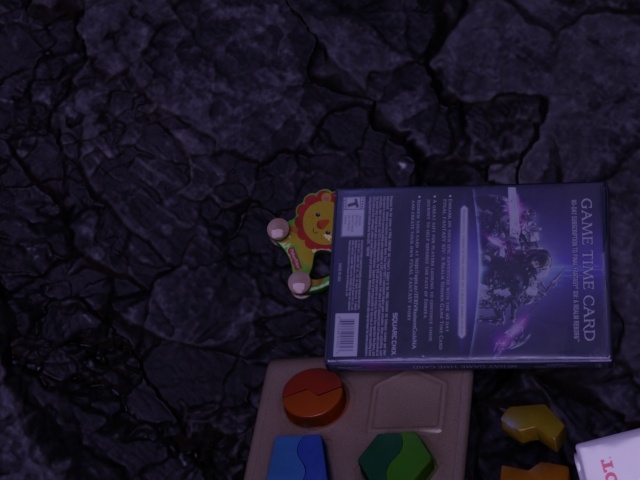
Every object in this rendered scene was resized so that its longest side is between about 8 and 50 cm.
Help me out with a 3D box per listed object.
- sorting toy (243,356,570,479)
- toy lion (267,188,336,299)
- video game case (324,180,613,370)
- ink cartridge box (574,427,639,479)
[{"bbox_3d":[0.080,0.179,1.488,0.307,0.041,0.229,-4,40,15],"label":"sorting toy"},{"bbox_3d":[0.000,0.000,1.630,0.096,0.034,0.100,-21,72,0],"label":"toy lion"},{"bbox_3d":[0.145,0.034,1.553,0.274,0.026,0.196,-1,62,9],"label":"video game case"},{"bbox_3d":[0.367,0.244,1.436,0.237,0.100,0.172,-16,73,9],"label":"ink cartridge box"}]
